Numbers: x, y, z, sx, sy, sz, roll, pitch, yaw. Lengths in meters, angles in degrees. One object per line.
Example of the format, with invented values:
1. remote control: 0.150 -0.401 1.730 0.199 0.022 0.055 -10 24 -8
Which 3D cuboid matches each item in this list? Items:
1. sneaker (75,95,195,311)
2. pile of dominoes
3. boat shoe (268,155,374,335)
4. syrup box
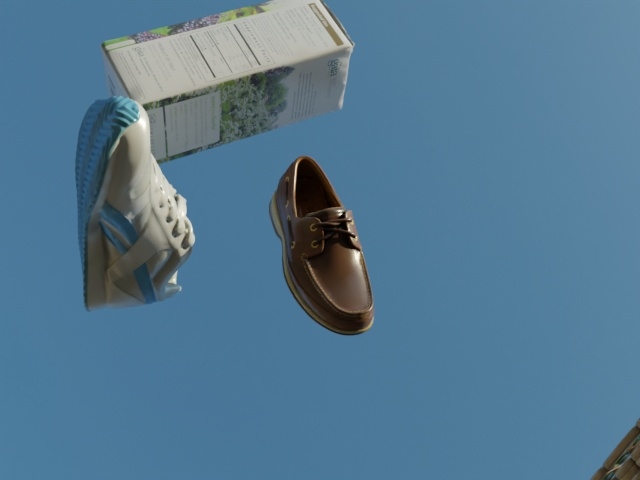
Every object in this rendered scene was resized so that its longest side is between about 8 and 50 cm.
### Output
1. sneaker: -0.152 -0.028 0.665 0.092 0.087 0.228 -4 -37 -18
2. pile of dominoes: 0.354 0.166 0.748 0.040 0.196 0.251 50 -46 34
3. boat shoe: 0.000 0.000 0.675 0.064 0.178 0.060 -4 -43 -21
4. syrup box: -0.092 -0.168 0.827 0.237 0.093 0.096 -21 -119 -20
